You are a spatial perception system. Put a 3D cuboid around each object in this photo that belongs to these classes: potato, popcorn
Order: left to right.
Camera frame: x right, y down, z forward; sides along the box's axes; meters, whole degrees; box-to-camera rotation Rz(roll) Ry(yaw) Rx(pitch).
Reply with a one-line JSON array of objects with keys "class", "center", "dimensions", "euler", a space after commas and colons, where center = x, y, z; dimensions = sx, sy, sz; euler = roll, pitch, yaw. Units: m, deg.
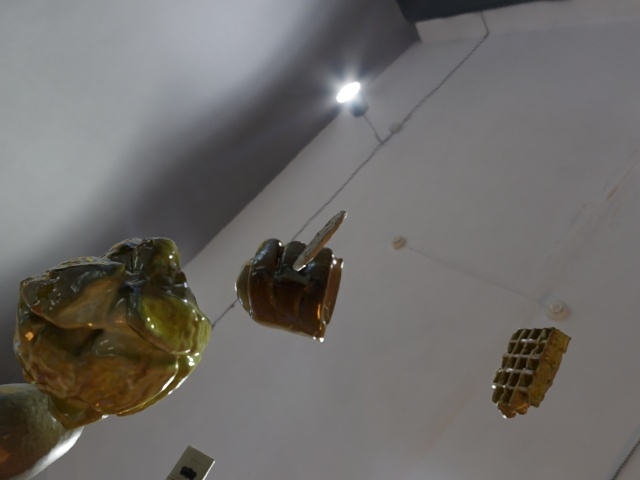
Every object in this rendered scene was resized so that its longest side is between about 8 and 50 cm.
[{"class": "potato", "center": [-0.478, 0.297, 0.775], "dimensions": [0.177, 0.235, 0.160], "euler": [15, -90, 15]}, {"class": "popcorn", "center": [-0.301, 0.113, 0.729], "dimensions": [0.225, 0.276, 0.276], "euler": [-46, -151, 18]}]

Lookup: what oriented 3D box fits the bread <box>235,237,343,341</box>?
[{"class": "bread", "center": [-0.107, 0.134, 1.592], "dimensions": [0.341, 0.210, 0.301], "euler": [16, -112, 9]}]

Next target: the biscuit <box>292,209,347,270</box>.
[{"class": "biscuit", "center": [0.000, 0.000, 0.953], "dimensions": [0.152, 0.020, 0.152], "euler": [-48, -175, 6]}]

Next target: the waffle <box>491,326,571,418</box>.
[{"class": "waffle", "center": [0.451, 0.296, 1.112], "dimensions": [0.211, 0.055, 0.160], "euler": [-58, -178, -14]}]

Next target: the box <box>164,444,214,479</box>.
[{"class": "box", "center": [-0.373, 0.656, 1.372], "dimensions": [0.167, 0.090, 0.024], "euler": [-55, 170, -52]}]
